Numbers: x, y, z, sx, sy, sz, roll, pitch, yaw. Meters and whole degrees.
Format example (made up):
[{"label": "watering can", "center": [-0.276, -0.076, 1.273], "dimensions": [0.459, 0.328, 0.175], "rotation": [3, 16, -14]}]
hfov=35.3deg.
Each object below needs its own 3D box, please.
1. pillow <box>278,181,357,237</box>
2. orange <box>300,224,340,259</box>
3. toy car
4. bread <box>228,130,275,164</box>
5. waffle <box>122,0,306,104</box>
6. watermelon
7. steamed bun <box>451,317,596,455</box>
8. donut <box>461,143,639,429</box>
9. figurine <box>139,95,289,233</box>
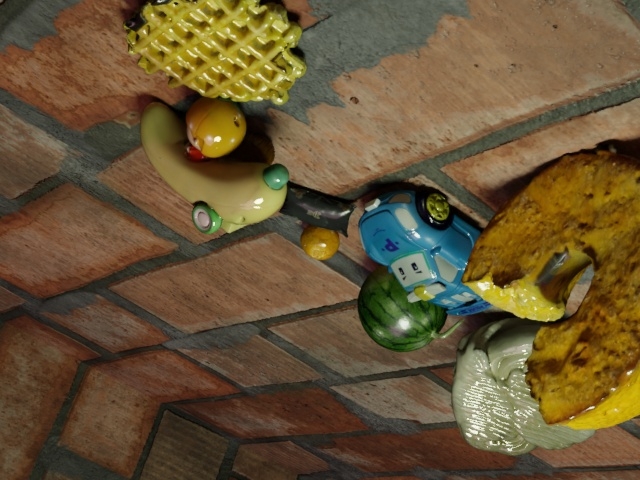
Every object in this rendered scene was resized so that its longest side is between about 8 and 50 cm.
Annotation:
[{"label": "pillow", "center": [-0.007, -0.060, 1.971], "dimensions": [0.150, 0.048, 0.090], "rotation": [20, 156, 3]}, {"label": "orange", "center": [0.000, 0.000, 2.056], "dimensions": [0.083, 0.070, 0.083], "rotation": [10, 141, 8]}, {"label": "toy car", "center": [0.203, 0.032, 1.890], "dimensions": [0.314, 0.165, 0.198], "rotation": [33, 147, -25]}, {"label": "bread", "center": [-0.124, -0.162, 1.847], "dimensions": [0.085, 0.053, 0.085], "rotation": [14, 132, 16]}, {"label": "waffle", "center": [-0.170, -0.315, 1.582], "dimensions": [0.307, 0.060, 0.312], "rotation": [16, 153, 2]}, {"label": "watermelon", "center": [0.176, 0.144, 2.066], "dimensions": [0.214, 0.188, 0.188], "rotation": [46, 166, 29]}, {"label": "steamed bun", "center": [0.438, 0.296, 2.190], "dimensions": [0.310, 0.219, 0.324], "rotation": [-8, 120, 18]}, {"label": "donut", "center": [0.435, 0.072, 1.560], "dimensions": [0.164, 0.435, 0.377], "rotation": [24, 123, -32]}, {"label": "figurine", "center": [-0.193, -0.153, 1.775], "dimensions": [0.324, 0.124, 0.222], "rotation": [40, 131, 20]}]
